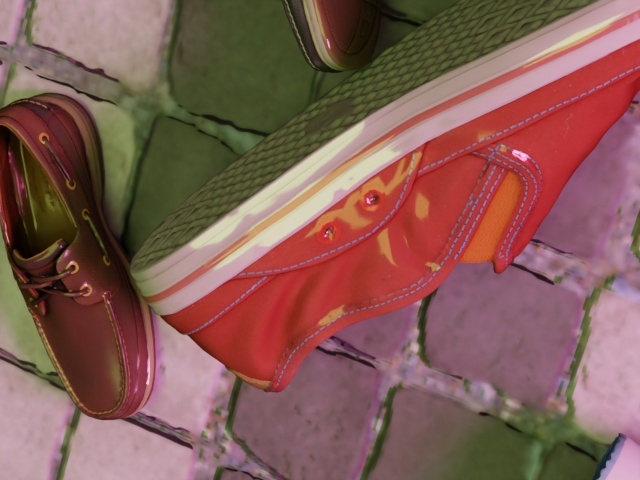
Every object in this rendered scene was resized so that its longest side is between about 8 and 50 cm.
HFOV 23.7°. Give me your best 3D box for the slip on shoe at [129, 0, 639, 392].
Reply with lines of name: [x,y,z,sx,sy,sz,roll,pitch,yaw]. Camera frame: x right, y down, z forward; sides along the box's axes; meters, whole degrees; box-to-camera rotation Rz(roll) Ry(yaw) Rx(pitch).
slip on shoe: [0.069,-0.041,0.686,0.331,0.123,0.101,-34,107,15]

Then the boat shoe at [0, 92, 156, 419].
boat shoe: [-0.137,0.012,0.795,0.064,0.060,0.178,-13,95,21]

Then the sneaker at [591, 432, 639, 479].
sneaker: [0.142,0.210,0.717,0.092,0.087,0.228,20,107,13]

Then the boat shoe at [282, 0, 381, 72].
boat shoe: [-0.011,-0.147,0.725,0.049,0.056,0.152,-20,73,37]
